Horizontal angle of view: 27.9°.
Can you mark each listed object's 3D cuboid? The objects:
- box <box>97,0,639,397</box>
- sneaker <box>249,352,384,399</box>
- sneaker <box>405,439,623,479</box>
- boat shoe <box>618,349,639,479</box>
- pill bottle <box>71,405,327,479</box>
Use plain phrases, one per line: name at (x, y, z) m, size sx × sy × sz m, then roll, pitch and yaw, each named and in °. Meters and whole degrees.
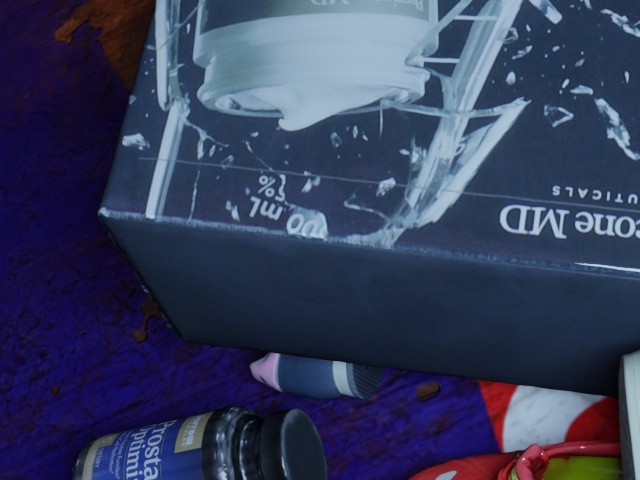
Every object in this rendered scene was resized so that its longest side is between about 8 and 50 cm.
box at (0.124, -0.146, 1.085) m, size 0.480 × 0.297 × 0.471 m, roll 6°, pitch 68°, yaw 11°
sneaker at (0.000, 0.000, 1.267) m, size 0.131 × 0.112 × 0.319 m, roll -5°, pitch 62°, yaw 24°
sneaker at (0.168, 0.203, 1.059) m, size 0.279 × 0.118 × 0.107 m, roll -14°, pitch 57°, yaw 22°
boat shoe at (0.299, 0.312, 0.862) m, size 0.156 × 0.187 × 0.500 m, roll -5°, pitch 75°, yaw 7°
pill bottle at (-0.111, 0.223, 1.202) m, size 0.219 × 0.123 × 0.122 m, roll -16°, pitch 58°, yaw 21°
